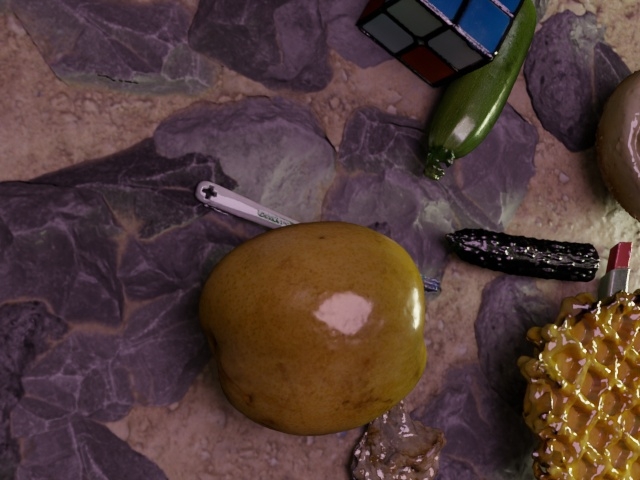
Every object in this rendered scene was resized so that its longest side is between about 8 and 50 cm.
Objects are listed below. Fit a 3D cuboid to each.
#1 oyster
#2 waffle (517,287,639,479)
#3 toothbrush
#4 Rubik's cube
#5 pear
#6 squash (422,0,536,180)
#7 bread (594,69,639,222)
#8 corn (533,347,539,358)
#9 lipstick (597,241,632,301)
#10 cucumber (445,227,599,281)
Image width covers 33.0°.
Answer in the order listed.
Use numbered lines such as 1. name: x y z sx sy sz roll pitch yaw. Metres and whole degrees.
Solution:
1. oyster: 0.116 0.322 1.647 0.163 0.081 0.191 -20 89 -22
2. waffle: 0.470 0.269 1.749 0.380 0.095 0.382 -8 89 -34
3. toothbrush: -0.002 0.001 1.654 0.418 0.040 0.042 23 76 -17
4. Rubik's cube: 0.195 -0.374 1.711 0.183 0.180 0.167 37 69 -20
5. pear: -0.005 0.120 1.492 0.314 0.314 0.314 3 82 -25
6. squash: 0.264 -0.257 1.775 0.101 0.101 0.378 37 67 -18
7. bread: 0.602 -0.155 1.893 0.305 0.159 0.305 5 80 -28
8. corn: 0.387 0.264 1.789 0.067 0.067 0.206 -4 86 -26
9. lipstick: 0.494 0.148 1.867 0.051 0.051 0.312 18 74 -22
10. cucumber: 0.332 0.024 1.792 0.300 0.072 0.072 7 81 -24
